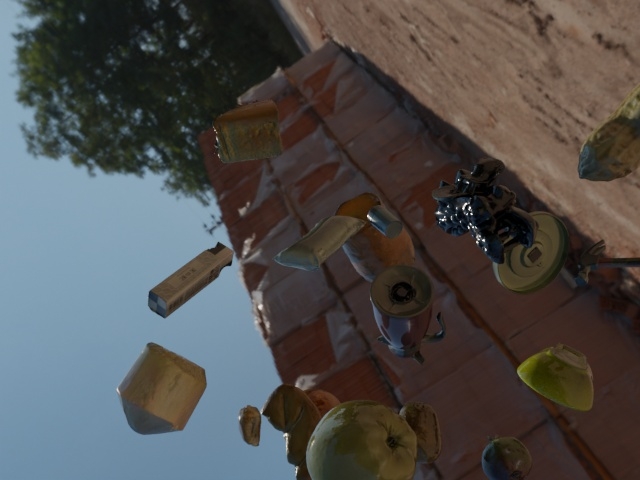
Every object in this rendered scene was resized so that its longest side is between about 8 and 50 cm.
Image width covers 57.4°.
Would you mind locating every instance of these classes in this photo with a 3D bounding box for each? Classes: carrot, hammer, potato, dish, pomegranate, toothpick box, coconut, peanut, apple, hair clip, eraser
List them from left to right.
[{"bbox_3d":[-0.469,0.446,1.704,0.239,0.244,0.239,26,166,7],"label":"coconut"},{"bbox_3d":[-0.501,0.145,2.295,0.096,0.098,0.404,30,-140,15],"label":"eraser"},{"bbox_3d":[-0.026,0.655,2.110,0.248,0.248,0.248,54,-172,-11],"label":"pomegranate"},{"bbox_3d":[0.074,0.372,1.016,0.200,0.200,0.200,54,-172,-11],"label":"apple"},{"bbox_3d":[0.184,0.005,1.979,0.341,0.224,0.224,49,-170,-43],"label":"carrot"},{"bbox_3d":[0.156,-0.045,1.416,0.052,0.052,0.083,49,179,-41],"label":"toothpick box"},{"bbox_3d":[0.268,0.532,1.607,0.137,0.137,0.176,52,-146,-29],"label":"potato"},{"bbox_3d":[0.400,-0.079,1.498,0.206,0.194,0.310,66,170,-25],"label":"hair clip"},{"bbox_3d":[0.480,0.581,1.552,0.129,0.129,0.159,55,158,-7],"label":"pomegranate"},{"bbox_3d":[0.717,0.380,1.723,0.221,0.109,0.262,29,-159,27],"label":"dish"},{"bbox_3d":[0.715,-0.253,1.318,0.140,0.325,0.153,43,-174,-6],"label":"peanut"},{"bbox_3d":[0.684,0.046,1.209,0.033,0.287,0.111,53,-128,-34],"label":"hammer"}]

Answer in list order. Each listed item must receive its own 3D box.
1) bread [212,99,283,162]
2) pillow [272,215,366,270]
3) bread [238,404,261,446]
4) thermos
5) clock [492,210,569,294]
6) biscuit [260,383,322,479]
[{"bbox_3d":[-0.166,-0.267,1.434,0.160,0.169,0.140,-75,-22,-69],"label":"bread"},{"bbox_3d":[0.000,0.000,1.556,0.254,0.144,0.078,-42,-57,-45],"label":"pillow"},{"bbox_3d":[-0.253,0.659,2.082,0.106,0.082,0.125,-158,70,-82],"label":"bread"},{"bbox_3d":[0.217,0.193,1.430,0.265,0.176,0.146,74,-160,-51],"label":"thermos"},{"bbox_3d":[0.575,0.036,1.590,0.235,0.235,0.029,52,177,-29],"label":"clock"},{"bbox_3d":[-0.066,0.545,1.705,0.299,0.154,0.045,50,180,42],"label":"biscuit"}]
